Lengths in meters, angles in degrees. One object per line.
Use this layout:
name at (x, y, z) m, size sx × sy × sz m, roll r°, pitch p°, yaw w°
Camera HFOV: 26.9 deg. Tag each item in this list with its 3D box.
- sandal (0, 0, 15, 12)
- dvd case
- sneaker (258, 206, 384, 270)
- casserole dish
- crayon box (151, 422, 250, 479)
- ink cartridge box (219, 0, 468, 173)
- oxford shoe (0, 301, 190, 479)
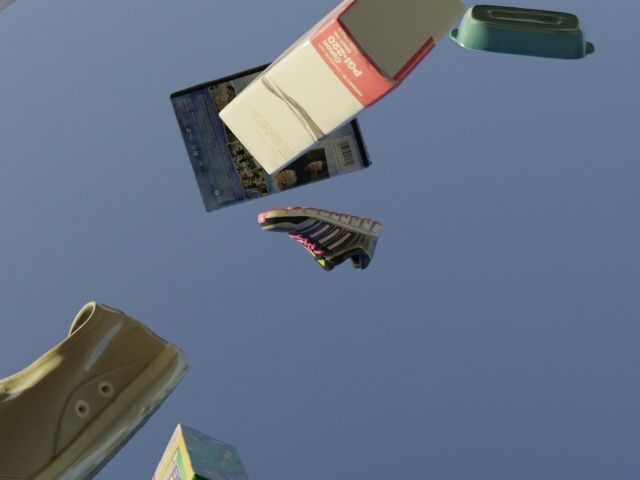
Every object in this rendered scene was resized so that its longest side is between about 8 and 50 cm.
sandal at (-0.240, -0.237, 1.022) m, size 0.102 × 0.076 × 0.265 m, roll 30°, pitch -131°, yaw 7°
dvd case at (-0.072, -0.157, 1.894) m, size 0.253 × 0.180 × 0.022 m, roll -15°, pitch -172°, yaw 16°
sneaker at (0.000, 0.000, 1.705) m, size 0.170 × 0.075 × 0.063 m, roll 9°, pitch 177°, yaw -25°
casserole dish at (0.262, -0.272, 1.731) m, size 0.188 × 0.037 × 0.114 m, roll 7°, pitch -153°, yaw 5°
crayon box at (-0.152, 0.320, 1.512) m, size 0.081 × 0.165 × 0.278 m, roll 25°, pitch 180°, yaw -10°
ink cartridge box at (0.020, -0.177, 1.342) m, size 0.092 × 0.218 × 0.158 m, roll 47°, pitch -131°, yaw -7°
oxford shoe at (-0.283, 0.201, 1.135) m, size 0.130 × 0.169 × 0.449 m, roll 43°, pitch -136°, yaw 1°
